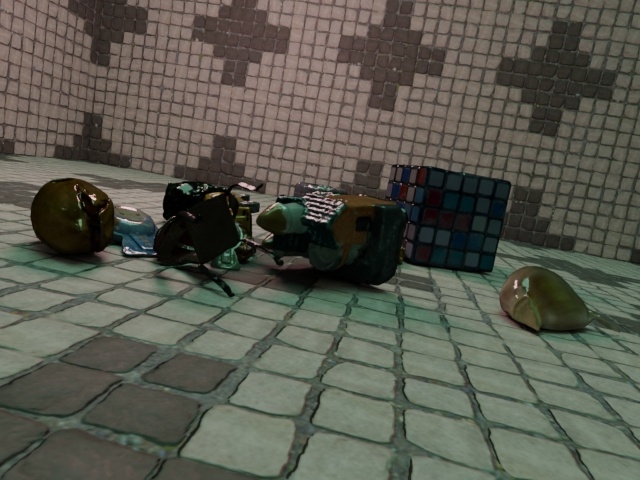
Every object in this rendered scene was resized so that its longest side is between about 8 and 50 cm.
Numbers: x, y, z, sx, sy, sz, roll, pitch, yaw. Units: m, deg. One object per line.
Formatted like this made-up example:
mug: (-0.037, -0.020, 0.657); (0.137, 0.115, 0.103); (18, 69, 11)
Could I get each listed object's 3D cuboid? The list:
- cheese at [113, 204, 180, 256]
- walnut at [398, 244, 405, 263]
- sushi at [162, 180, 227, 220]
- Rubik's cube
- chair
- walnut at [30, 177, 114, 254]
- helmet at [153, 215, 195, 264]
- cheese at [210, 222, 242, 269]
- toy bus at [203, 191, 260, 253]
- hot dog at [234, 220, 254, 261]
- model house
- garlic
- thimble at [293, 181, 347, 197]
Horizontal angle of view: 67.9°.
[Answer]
cheese: (-0.392, -0.022, 0.992); (0.135, 0.052, 0.244); (1, 23, -44)
walnut: (0.186, 0.006, 1.367); (0.142, 0.069, 0.170); (37, 9, 1)
sushi: (-0.354, -0.109, 1.402); (0.124, 0.127, 0.225); (14, 8, 35)
Rubik's cube: (0.377, -0.077, 1.508); (0.291, 0.287, 0.293); (9, 8, -14)
chair: (-0.182, -0.009, 0.811); (0.213, 0.149, 0.174); (8, 34, 46)
walnut: (-0.440, -0.042, 0.849); (0.137, 0.137, 0.245); (4, 19, -36)
helmet: (-0.289, 0.002, 0.911); (0.057, 0.089, 0.111); (-7, 19, 27)
cheese: (-0.188, 0.003, 0.948); (0.067, 0.121, 0.026); (7, -34, -18)
toy bus: (-0.233, -0.054, 1.204); (0.122, 0.121, 0.335); (1, 11, -15)
hot dog: (-0.212, 0.001, 1.006); (0.147, 0.065, 0.099); (11, 42, 1)
model house: (-0.016, -0.013, 0.950); (0.291, 0.185, 0.253); (2, 13, -42)
garlic: (0.470, 0.123, 0.958); (0.266, 0.149, 0.128); (3, -26, -19)
thimble: (-0.009, -0.136, 1.870); (0.204, 0.172, 0.236); (14, 11, 7)
